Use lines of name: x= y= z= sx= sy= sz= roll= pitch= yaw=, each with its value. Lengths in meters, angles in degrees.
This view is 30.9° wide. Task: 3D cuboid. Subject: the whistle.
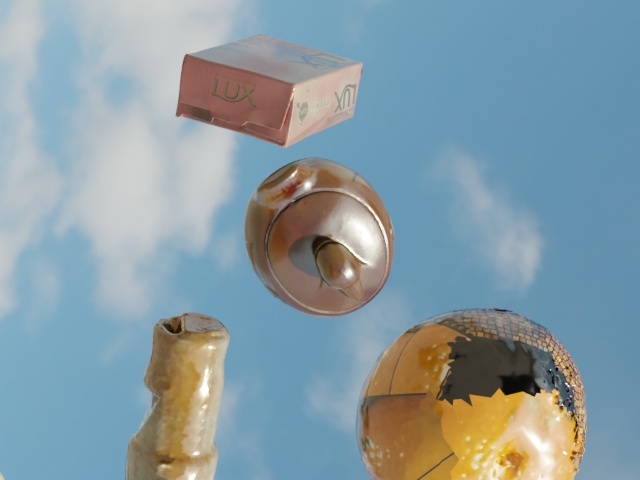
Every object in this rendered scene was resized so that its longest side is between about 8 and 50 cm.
whistle: x=-0.078 y=0.144 z=0.592 sx=0.107 sy=0.057 sz=0.220 roll=-95 pitch=-166 yaw=-76

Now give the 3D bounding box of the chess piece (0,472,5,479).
chess piece: x=-0.522 y=0.239 z=1.443 sx=0.143 sy=0.260 sz=0.143 roll=-29 pitch=-168 yaw=7

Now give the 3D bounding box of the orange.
orange: x=0.146 y=0.178 z=1.121 sx=0.234 sy=0.234 sz=0.182 roll=-50 pitch=-155 yaw=11

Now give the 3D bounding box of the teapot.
teapot: x=0.000 y=0.000 z=0.766 sx=0.098 sy=0.129 sz=0.078 roll=-30 pitch=-148 yaw=0

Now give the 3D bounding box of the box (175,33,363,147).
box: x=-0.041 y=-0.133 z=1.006 sx=0.111 sy=0.156 sz=0.060 roll=19 pitch=-66 yaw=18
